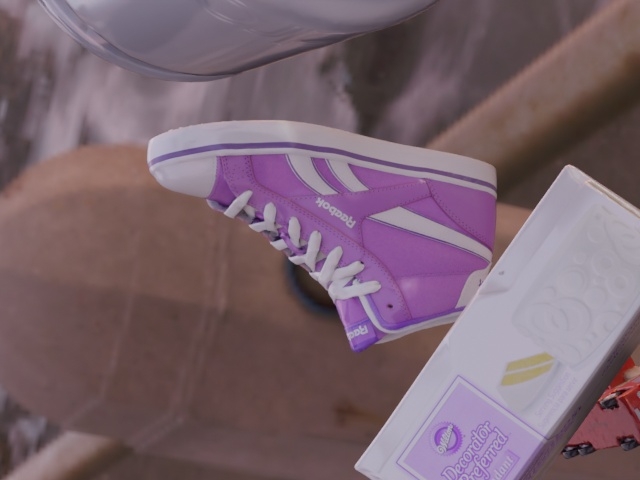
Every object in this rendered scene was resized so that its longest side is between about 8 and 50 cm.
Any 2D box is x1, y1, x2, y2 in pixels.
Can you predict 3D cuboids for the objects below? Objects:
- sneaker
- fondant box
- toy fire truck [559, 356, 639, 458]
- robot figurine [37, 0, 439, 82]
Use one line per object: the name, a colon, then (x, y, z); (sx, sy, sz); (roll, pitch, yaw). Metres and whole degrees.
sneaker: (0.001, 0.000, 1.331); (0.102, 0.282, 0.161); (139, 138, -73)
fondant box: (0.160, 0.078, 1.230); (0.238, 0.096, 0.330); (-56, -13, 6)
toy fire truck: (0.259, 0.135, 1.488); (0.047, 0.135, 0.192); (63, 152, -2)
robot figurine: (-0.041, -0.189, 0.877); (0.353, 0.300, 0.199); (-6, 76, 63)
